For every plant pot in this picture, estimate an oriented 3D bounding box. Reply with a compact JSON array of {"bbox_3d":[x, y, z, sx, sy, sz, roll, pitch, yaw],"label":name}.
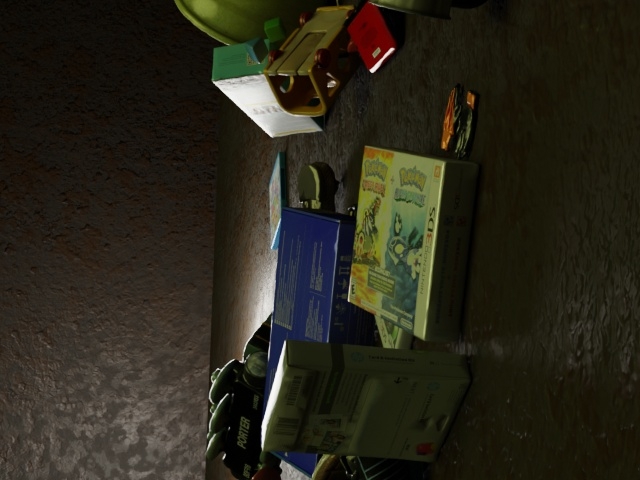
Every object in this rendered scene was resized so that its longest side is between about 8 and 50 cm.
[{"bbox_3d":[-0.079,-0.483,1.999,0.276,0.276,0.253,-101,30,-53],"label":"plant pot"}]

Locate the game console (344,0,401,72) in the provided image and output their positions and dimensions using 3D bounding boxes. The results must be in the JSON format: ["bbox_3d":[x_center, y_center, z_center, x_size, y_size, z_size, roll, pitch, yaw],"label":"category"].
[{"bbox_3d":[0.092,-0.311,1.607,0.124,0.085,0.144,62,167,1],"label":"game console"}]

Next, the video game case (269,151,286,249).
[{"bbox_3d":[-0.088,-0.082,2.436,0.119,0.015,0.166,109,162,-54],"label":"video game case"}]

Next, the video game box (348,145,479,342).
[{"bbox_3d":[0.096,-0.003,1.284,0.205,0.048,0.187,-158,75,-67],"label":"video game box"}]

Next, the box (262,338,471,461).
[{"bbox_3d":[0.043,0.166,1.205,0.038,0.186,0.145,-93,13,-45],"label":"box"}]

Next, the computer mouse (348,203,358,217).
[{"bbox_3d":[0.031,0.067,1.696,0.071,0.041,0.242,176,99,-80],"label":"computer mouse"}]

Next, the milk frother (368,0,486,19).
[{"bbox_3d":[0.124,-0.277,1.123,0.143,0.129,0.134,-101,22,-74],"label":"milk frother"}]

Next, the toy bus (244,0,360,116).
[{"bbox_3d":[0.006,-0.273,1.776,0.191,0.202,0.104,-114,-1,-54],"label":"toy bus"}]

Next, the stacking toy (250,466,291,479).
[{"bbox_3d":[-0.037,0.512,1.836,0.279,0.130,0.308,19,-103,-74],"label":"stacking toy"}]

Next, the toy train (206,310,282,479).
[{"bbox_3d":[-0.086,0.261,1.922,0.190,0.142,0.334,-50,-19,-37],"label":"toy train"}]

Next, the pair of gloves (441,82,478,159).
[{"bbox_3d":[0.147,-0.126,1.252,0.083,0.010,0.074,-128,45,-70],"label":"pair of gloves"}]

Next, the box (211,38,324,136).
[{"bbox_3d":[-0.082,-0.246,1.952,0.244,0.101,0.060,40,-133,-63],"label":"box"}]

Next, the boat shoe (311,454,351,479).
[{"bbox_3d":[0.031,0.296,1.476,0.095,0.095,0.257,-88,9,-47],"label":"boat shoe"}]

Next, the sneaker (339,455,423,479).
[{"bbox_3d":[0.066,0.265,1.303,0.081,0.091,0.232,130,144,-71],"label":"sneaker"}]

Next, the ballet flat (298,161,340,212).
[{"bbox_3d":[0.000,0.000,1.870,0.084,0.058,0.249,7,100,47],"label":"ballet flat"}]

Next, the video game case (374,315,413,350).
[{"bbox_3d":[0.095,0.034,1.427,0.173,0.022,0.190,-104,21,-58],"label":"video game case"}]

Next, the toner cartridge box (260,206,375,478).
[{"bbox_3d":[-0.001,0.135,1.622,0.165,0.075,0.347,17,103,60],"label":"toner cartridge box"}]
